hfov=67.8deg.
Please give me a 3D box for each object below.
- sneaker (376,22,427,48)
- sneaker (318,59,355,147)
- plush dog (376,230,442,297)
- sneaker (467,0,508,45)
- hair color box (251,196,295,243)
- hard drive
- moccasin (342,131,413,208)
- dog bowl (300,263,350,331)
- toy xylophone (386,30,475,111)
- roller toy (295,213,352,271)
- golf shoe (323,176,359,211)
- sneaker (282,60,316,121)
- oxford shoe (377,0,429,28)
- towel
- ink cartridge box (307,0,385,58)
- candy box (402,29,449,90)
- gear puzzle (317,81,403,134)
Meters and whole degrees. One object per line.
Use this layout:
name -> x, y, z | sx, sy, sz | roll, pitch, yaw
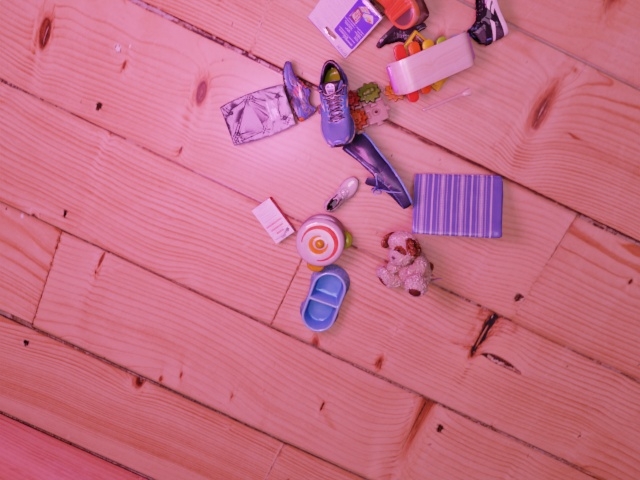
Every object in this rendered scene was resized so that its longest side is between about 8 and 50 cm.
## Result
sneaker -> 0.287, -0.730, 1.699 | 0.170, 0.051, 0.089 | -44, 94, 10
sneaker -> 0.041, -0.482, 1.671 | 0.130, 0.147, 0.329 | -10, 74, 13
plush dog -> 0.339, 0.066, 1.834 | 0.211, 0.262, 0.225 | -31, 113, -22
sneaker -> 0.552, -0.782, 1.648 | 0.121, 0.079, 0.216 | -29, 102, 10
hair color box -> -0.187, -0.081, 1.905 | 0.093, 0.053, 0.167 | -34, 98, 11
hard drive -> -0.233, -0.474, 1.806 | 0.255, 0.054, 0.171 | -18, 102, 9
moccasin -> 0.212, -0.248, 1.799 | 0.117, 0.138, 0.342 | -37, 85, 3
dog bowl -> 0.015, 0.244, 1.961 | 0.166, 0.074, 0.297 | 20, 105, 0
toy xylophone -> 0.400, -0.591, 1.664 | 0.323, 0.081, 0.236 | -16, 111, -4
roller toy -> 0.000, 0.000, 1.861 | 0.209, 0.146, 0.191 | -37, 98, 13
golf shoe -> 0.083, -0.172, 1.843 | 0.069, 0.086, 0.176 | 41, 102, -4
sneaker -> -0.081, -0.558, 1.769 | 0.087, 0.083, 0.221 | -22, 107, -4
oxford shoe -> 0.242, -0.891, 1.643 | 0.363, 0.133, 0.130 | 59, 143, 2
towel -> 0.518, -0.133, 1.799 | 0.337, 0.040, 0.243 | 3, 81, 5
ink cartridge box -> 0.088, -0.792, 1.680 | 0.206, 0.045, 0.208 | 46, 134, -9
candy box -> 0.378, -0.641, 1.704 | 0.206, 0.027, 0.105 | 34, 107, -18
gear puzzle -> 0.162, -0.493, 1.741 | 0.339, 0.044, 0.175 | -21, 76, 9
